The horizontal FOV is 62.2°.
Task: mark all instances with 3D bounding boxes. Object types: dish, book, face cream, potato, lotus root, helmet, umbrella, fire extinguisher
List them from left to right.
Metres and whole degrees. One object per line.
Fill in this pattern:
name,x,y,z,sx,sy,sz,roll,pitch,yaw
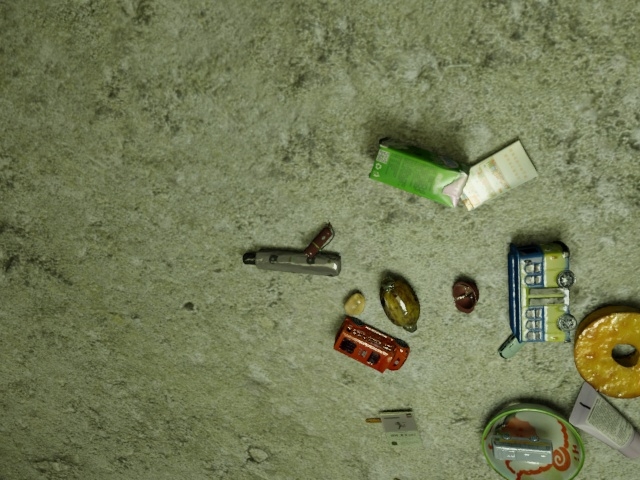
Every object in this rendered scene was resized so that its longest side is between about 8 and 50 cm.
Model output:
umbrella,-0.097,0.071,1.770,0.337,0.067,0.073,5,103,11
fire extinguisher,0.000,0.000,1.715,0.056,0.039,0.132,42,84,-8
potato,0.118,0.215,1.786,0.068,0.062,0.083,7,142,-22
lotus root,0.262,0.208,1.725,0.120,0.120,0.210,-23,104,20
book,0.300,0.702,1.962,0.127,0.014,0.182,-9,117,18
helmet,0.474,0.173,1.696,0.089,0.057,0.111,25,128,41
dish,0.724,0.681,1.823,0.324,0.124,0.324,6,111,17
face cream,0.943,0.607,1.749,0.274,0.096,0.154,39,71,-8

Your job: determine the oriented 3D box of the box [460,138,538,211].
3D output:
box,0.505,-0.187,1.553,0.220,0.032,0.122,-30,104,20

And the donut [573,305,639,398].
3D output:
donut,0.931,0.335,1.640,0.302,0.110,0.303,4,110,10

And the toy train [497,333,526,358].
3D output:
toy train,0.652,0.311,1.721,0.043,0.047,0.207,29,113,-7

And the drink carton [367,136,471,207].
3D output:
drink carton,0.282,-0.198,1.508,0.271,0.161,0.108,20,113,12

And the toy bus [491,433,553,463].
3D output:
toy bus,0.659,0.684,1.735,0.190,0.075,0.064,-4,109,20

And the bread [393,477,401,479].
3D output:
bread,0.349,0.993,2.088,0.139,0.084,0.074,13,118,-28

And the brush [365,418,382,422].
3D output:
brush,0.251,0.671,1.974,0.169,0.014,0.043,-6,109,15

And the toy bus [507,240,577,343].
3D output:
toy bus,0.655,0.152,1.584,0.175,0.138,0.288,-4,101,12

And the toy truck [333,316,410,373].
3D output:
toy truck,0.175,0.369,1.809,0.252,0.114,0.107,26,114,1
